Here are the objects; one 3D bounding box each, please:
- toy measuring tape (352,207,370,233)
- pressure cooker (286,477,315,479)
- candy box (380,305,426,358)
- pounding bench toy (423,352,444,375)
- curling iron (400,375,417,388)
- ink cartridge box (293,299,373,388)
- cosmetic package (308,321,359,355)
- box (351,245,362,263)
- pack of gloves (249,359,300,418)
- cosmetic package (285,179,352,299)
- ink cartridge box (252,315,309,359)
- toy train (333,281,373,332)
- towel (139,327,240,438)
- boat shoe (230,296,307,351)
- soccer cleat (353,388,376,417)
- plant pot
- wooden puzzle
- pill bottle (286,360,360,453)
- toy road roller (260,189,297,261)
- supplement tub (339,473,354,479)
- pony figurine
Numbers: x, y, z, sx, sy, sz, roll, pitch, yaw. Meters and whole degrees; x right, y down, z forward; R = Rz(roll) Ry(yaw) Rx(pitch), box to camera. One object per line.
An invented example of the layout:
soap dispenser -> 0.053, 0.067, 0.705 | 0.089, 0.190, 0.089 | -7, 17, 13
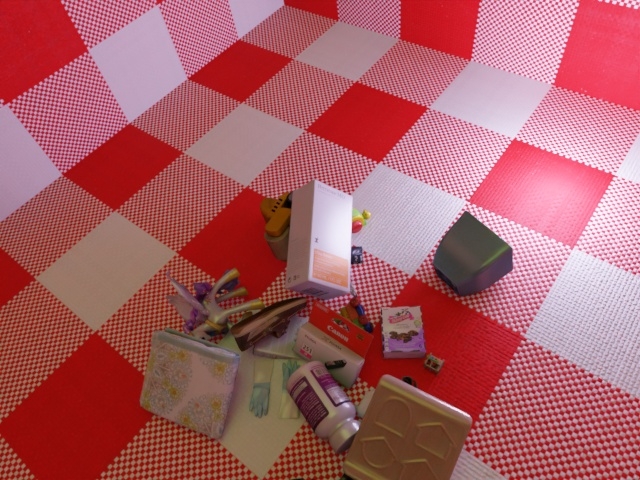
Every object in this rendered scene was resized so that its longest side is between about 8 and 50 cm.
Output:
toy measuring tape -> 0.087, -0.065, 2.237 | 0.330, 0.121, 0.121 | -26, 55, -10
pressure cooker -> -0.084, 0.926, 1.391 | 0.375, 0.370, 0.420 | -51, 57, 9
candy box -> 0.325, 0.363, 1.917 | 0.164, 0.070, 0.196 | -4, 54, 6
pounding bench toy -> 0.426, 0.459, 1.824 | 0.065, 0.083, 0.052 | 27, 62, 24
curling iron -> 0.283, 0.618, 1.761 | 0.068, 0.035, 0.274 | 20, 59, 21
ink cartridge box -> 0.043, 0.392, 1.830 | 0.275, 0.239, 0.060 | 30, 33, 21
cosmetic package -> 0.055, 0.399, 1.901 | 0.239, 0.099, 0.060 | 27, 32, 23
box -> 0.157, 0.067, 2.189 | 0.067, 0.018, 0.083 | -3, 54, 7
pack of gloves -> -0.176, 0.564, 1.863 | 0.195, 0.046, 0.232 | -3, 54, 5
cosmetic package -> 0.000, 0.000, 2.054 | 0.161, 0.230, 0.453 | -24, 56, 47
ink cartridge box -> -0.147, 0.396, 1.990 | 0.232, 0.066, 0.189 | 15, 55, -7
toy train -> 0.107, 0.290, 1.994 | 0.143, 0.105, 0.248 | -28, 54, 4
towel -> -0.497, 0.528, 1.823 | 0.374, 0.090, 0.321 | 14, 96, 19
boat shoe -> -0.190, 0.334, 1.938 | 0.342, 0.123, 0.123 | -25, 8, -33
soccer cleat -> 0.207, 0.572, 1.789 | 0.196, 0.068, 0.076 | -40, 55, -16
plant pot -> 0.604, 0.081, 1.985 | 0.252, 0.248, 0.247 | -41, 58, -1
wooden puzzle -> 0.285, 0.668, 1.594 | 0.322, 0.080, 0.348 | 23, 78, 15
pill bottle -> 0.019, 0.596, 1.734 | 0.169, 0.169, 0.301 | -32, 56, -14
toy road roller -> -0.186, -0.080, 2.244 | 0.240, 0.202, 0.330 | 8, 50, 29
supplement tub -> 0.151, 0.840, 1.577 | 0.198, 0.106, 0.106 | 29, 63, 25
pony figurine -> -0.468, 0.272, 1.999 | 0.363, 0.303, 0.351 | -32, 69, -24
